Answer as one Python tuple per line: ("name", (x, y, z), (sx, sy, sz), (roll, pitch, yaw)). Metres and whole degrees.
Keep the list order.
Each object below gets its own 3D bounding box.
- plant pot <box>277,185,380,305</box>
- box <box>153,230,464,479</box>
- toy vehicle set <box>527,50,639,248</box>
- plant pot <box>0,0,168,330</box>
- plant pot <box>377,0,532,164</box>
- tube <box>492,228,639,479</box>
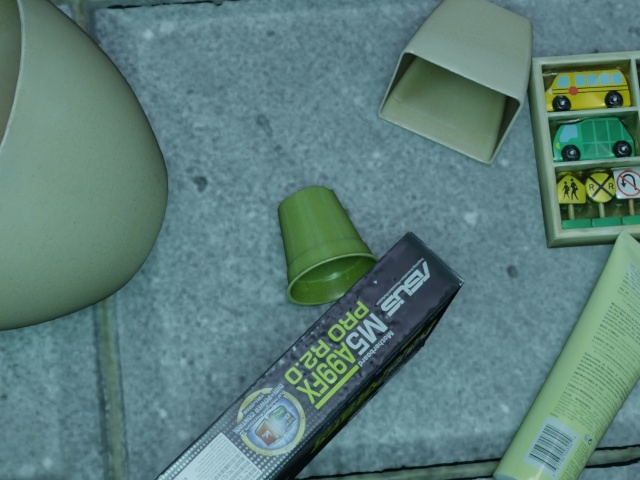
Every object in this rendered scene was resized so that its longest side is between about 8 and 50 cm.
("plant pot", (0.000, 0.000, 1.461), (0.083, 0.083, 0.079), (-15, 64, -10))
("box", (-0.015, 0.129, 1.346), (0.060, 0.216, 0.270), (44, 74, 9))
("toy vehicle set", (0.320, -0.085, 1.532), (0.267, 0.035, 0.166), (-4, 75, -7))
("plant pot", (-0.232, -0.045, 1.370), (0.191, 0.284, 0.284), (24, 70, -35))
("plant pot", (0.125, -0.148, 1.500), (0.109, 0.109, 0.096), (24, 61, 2))
("tube", (0.227, 0.113, 1.459), (0.062, 0.070, 0.240), (23, 70, 28))
